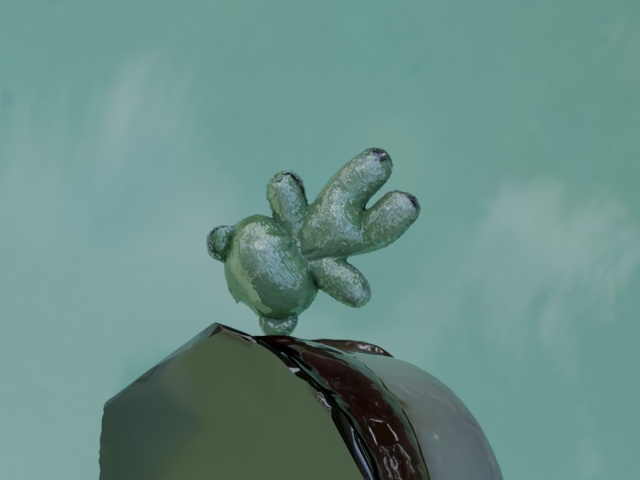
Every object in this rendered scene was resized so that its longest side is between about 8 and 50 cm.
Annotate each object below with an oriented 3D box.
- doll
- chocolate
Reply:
[{"bbox_3d":[0.000,0.000,1.269,0.150,0.077,0.115,-32,85,4],"label":"doll"},{"bbox_3d":[0.003,0.182,1.182,0.186,0.284,0.283,-15,56,-48],"label":"chocolate"}]
